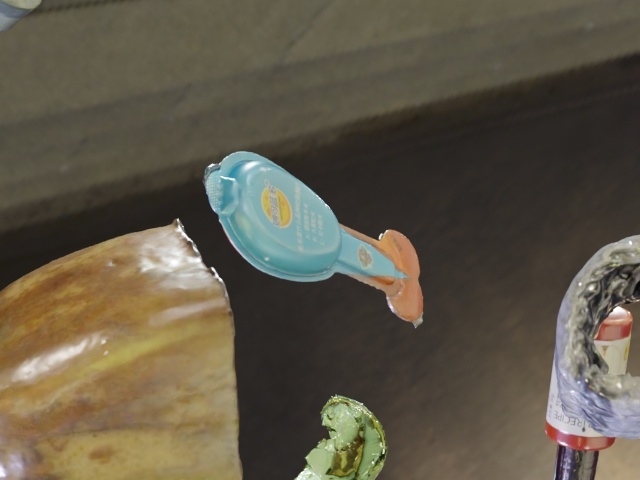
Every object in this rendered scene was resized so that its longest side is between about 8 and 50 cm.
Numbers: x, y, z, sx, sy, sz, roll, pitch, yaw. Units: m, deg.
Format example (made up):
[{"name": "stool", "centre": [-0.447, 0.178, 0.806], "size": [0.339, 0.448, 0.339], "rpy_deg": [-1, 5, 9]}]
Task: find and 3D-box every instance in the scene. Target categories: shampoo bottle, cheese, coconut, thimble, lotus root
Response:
[{"name": "shampoo bottle", "centre": [0.384, 0.232, 2.168], "size": [0.104, 0.104, 0.278], "rpy_deg": [-14, 114, -48]}, {"name": "cheese", "centre": [0.000, 0.000, 1.218], "size": [0.037, 0.106, 0.256], "rpy_deg": [-25, 144, 37]}, {"name": "coconut", "centre": [0.026, 0.272, 1.832], "size": [0.158, 0.133, 0.055], "rpy_deg": [-53, 136, -26]}, {"name": "thimble", "centre": [0.398, 0.121, 1.864], "size": [0.245, 0.217, 0.157], "rpy_deg": [-49, 156, -13]}, {"name": "lotus root", "centre": [-0.214, 0.152, 1.448], "size": [0.250, 0.316, 0.316], "rpy_deg": [-14, 152, -12]}]

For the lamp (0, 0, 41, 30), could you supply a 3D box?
[{"name": "lamp", "centre": [-0.292, -0.279, 0.922], "size": [0.047, 0.266, 0.269], "rpy_deg": [-34, 140, 31]}]
